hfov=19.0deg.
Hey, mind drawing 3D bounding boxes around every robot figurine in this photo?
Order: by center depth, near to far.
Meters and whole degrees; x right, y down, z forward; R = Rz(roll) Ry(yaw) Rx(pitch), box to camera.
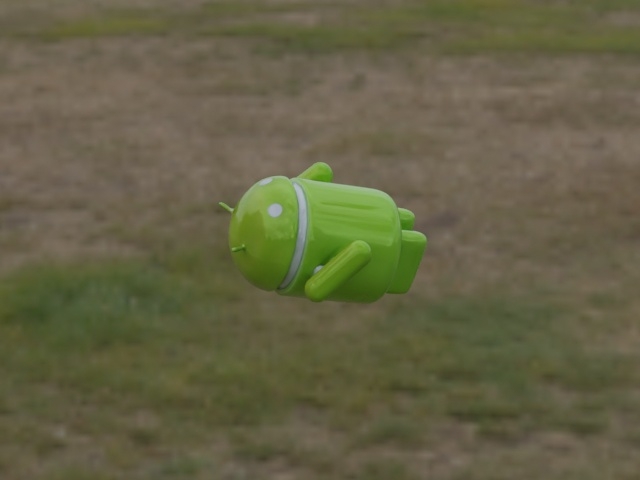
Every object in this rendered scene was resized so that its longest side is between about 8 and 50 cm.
[{"bbox_3d":[0.000,0.000,1.079,0.115,0.067,0.101,8,32,-21],"label":"robot figurine"}]
